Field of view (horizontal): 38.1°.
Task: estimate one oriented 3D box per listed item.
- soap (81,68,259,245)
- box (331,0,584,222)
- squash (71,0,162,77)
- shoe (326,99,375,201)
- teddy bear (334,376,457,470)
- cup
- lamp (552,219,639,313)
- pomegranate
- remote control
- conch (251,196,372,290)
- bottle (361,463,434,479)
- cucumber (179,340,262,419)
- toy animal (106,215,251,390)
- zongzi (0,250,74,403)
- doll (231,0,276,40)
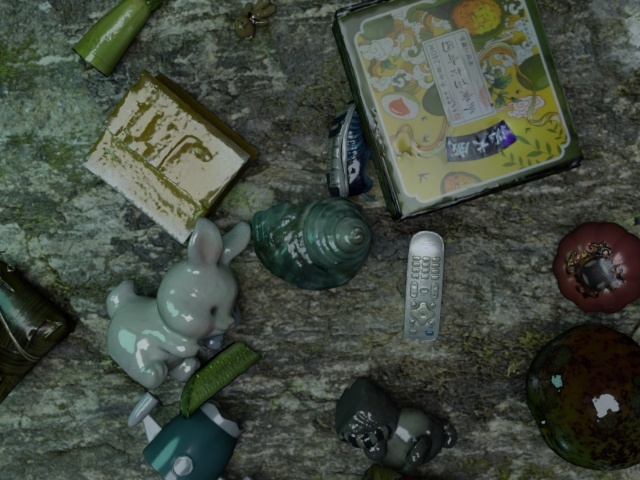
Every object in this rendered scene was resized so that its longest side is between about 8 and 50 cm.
[{"bbox_3d":[-0.312,-0.166,1.898,0.281,0.143,0.259,37,99,0],"label":"soap"},{"bbox_3d":[0.256,-0.284,1.771,0.373,0.138,0.420,-17,92,-2],"label":"box"},{"bbox_3d":[-0.407,-0.443,1.923,0.224,0.094,0.094,-45,86,3],"label":"squash"},{"bbox_3d":[0.071,-0.181,1.869,0.106,0.091,0.207,1,89,-15],"label":"shoe"},{"bbox_3d":[0.143,0.391,1.843,0.251,0.171,0.144,31,103,3],"label":"teddy bear"},{"bbox_3d":[-0.252,0.420,1.911,0.300,0.167,0.173,41,85,-2],"label":"cup"},{"bbox_3d":[0.541,0.051,1.785,0.182,0.140,0.181,3,96,27],"label":"lamp"},{"bbox_3d":[0.565,0.276,1.740,0.341,0.285,0.284,-20,90,-9],"label":"pomegranate"},{"bbox_3d":[0.209,0.091,1.880,0.073,0.044,0.229,2,102,3],"label":"remote control"},{"bbox_3d":[0.000,0.000,1.839,0.220,0.277,0.195,49,64,-27],"label":"conch"},{"bbox_3d":[0.246,0.563,1.824,0.352,0.171,0.171,15,96,-9],"label":"bottle"},{"bbox_3d":[-0.219,0.273,1.893,0.220,0.046,0.070,-39,115,-32],"label":"cucumber"},{"bbox_3d":[-0.278,0.111,1.865,0.367,0.196,0.241,-46,77,19],"label":"toy animal"},{"bbox_3d":[-0.692,0.185,1.978,0.248,0.111,0.241,43,91,4],"label":"zongzi"},{"bbox_3d":[-0.138,-0.459,1.906,0.093,0.051,0.061,-41,86,-20],"label":"doll"}]
